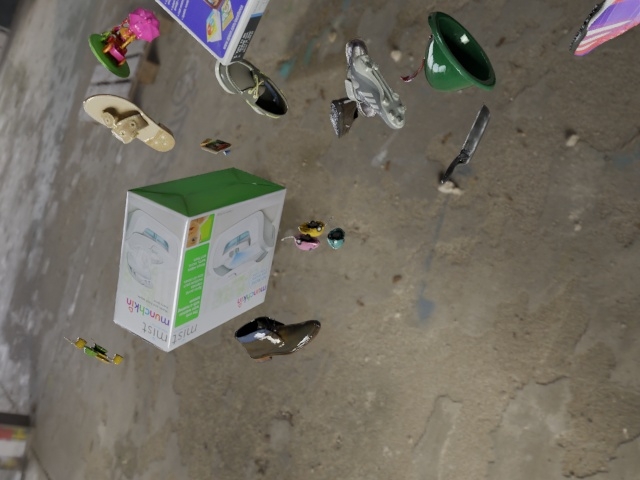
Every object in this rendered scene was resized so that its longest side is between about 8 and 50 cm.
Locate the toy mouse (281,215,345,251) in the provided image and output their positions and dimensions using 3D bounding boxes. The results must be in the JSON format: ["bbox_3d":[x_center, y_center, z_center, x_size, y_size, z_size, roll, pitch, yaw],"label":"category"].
[{"bbox_3d":[0.000,0.000,1.451,0.143,0.161,0.031,37,133,48],"label":"toy mouse"}]

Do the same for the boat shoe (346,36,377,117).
[{"bbox_3d":[0.143,-0.549,2.251,0.102,0.285,0.092,-6,29,10],"label":"boat shoe"}]

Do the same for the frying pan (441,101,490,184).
[{"bbox_3d":[0.415,-0.276,1.813,0.326,0.053,0.197,-50,-17,-63],"label":"frying pan"}]

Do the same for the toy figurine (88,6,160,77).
[{"bbox_3d":[-0.467,-0.513,1.624,0.159,0.130,0.173,-33,37,17],"label":"toy figurine"}]

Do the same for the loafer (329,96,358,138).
[{"bbox_3d":[0.076,-0.355,1.889,0.220,0.078,0.080,94,155,-85],"label":"loafer"}]

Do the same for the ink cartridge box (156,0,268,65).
[{"bbox_3d":[-0.142,-0.368,0.821,0.208,0.045,0.206,43,129,10],"label":"ink cartridge box"}]

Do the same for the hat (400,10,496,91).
[{"bbox_3d":[0.203,-0.297,1.213,0.183,0.208,0.173,-36,76,36],"label":"hat"}]

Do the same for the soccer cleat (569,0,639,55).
[{"bbox_3d":[0.700,-0.524,1.538,0.109,0.116,0.318,-53,-5,-22],"label":"soccer cleat"}]

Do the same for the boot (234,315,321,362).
[{"bbox_3d":[-0.112,0.237,1.658,0.219,0.106,0.082,-27,37,20],"label":"boot"}]

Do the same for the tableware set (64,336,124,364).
[{"bbox_3d":[-0.515,0.257,1.523,0.104,0.154,0.024,25,77,27],"label":"tableware set"}]

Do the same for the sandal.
[{"bbox_3d":[-0.439,-0.260,1.544,0.088,0.240,0.079,-40,50,23],"label":"sandal"}]

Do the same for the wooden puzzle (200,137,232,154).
[{"bbox_3d":[-0.321,-0.292,2.015,0.116,0.078,0.014,18,126,23],"label":"wooden puzzle"}]

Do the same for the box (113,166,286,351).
[{"bbox_3d":[-0.195,0.019,1.077,0.126,0.262,0.231,22,113,24],"label":"box"}]

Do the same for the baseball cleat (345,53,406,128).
[{"bbox_3d":[0.129,-0.342,1.571,0.109,0.072,0.206,-38,73,51],"label":"baseball cleat"}]

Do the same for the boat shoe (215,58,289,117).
[{"bbox_3d":[-0.194,-0.451,1.921,0.091,0.305,0.109,25,87,30],"label":"boat shoe"}]
